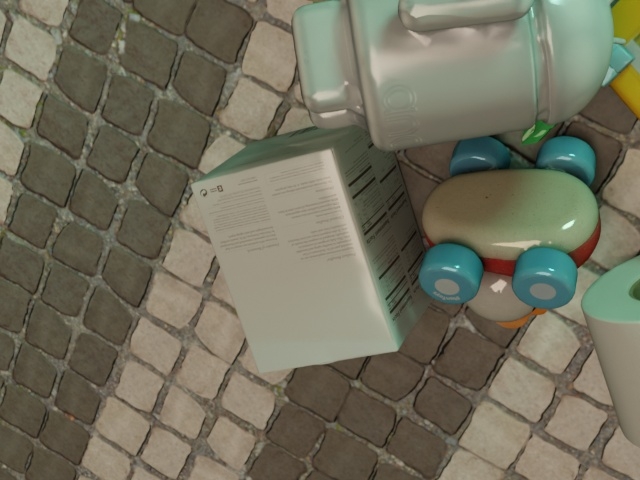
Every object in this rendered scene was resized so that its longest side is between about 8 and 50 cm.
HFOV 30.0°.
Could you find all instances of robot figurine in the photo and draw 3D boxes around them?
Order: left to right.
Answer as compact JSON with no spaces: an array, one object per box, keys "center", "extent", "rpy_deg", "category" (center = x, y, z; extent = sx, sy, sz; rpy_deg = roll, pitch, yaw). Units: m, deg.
[{"center":[0.152,-0.207,1.259],"extent":[0.353,0.300,0.200],"rpy_deg":[-9,84,5],"category":"robot figurine"}]

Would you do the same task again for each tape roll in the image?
[{"center":[0.440,0.114,1.370],"extent":[0.246,0.246,0.169],"rpy_deg":[-13,104,26],"category":"tape roll"}]

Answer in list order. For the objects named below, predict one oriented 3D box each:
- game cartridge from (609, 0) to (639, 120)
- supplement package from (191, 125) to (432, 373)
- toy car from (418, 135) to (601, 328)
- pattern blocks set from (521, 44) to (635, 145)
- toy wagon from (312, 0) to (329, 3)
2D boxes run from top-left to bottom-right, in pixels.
[{"center":[0.482,-0.192,1.296],"extent":[0.285,0.052,0.324],"rpy_deg":[-46,72,30],"category":"game cartridge"},{"center":[0.000,0.000,1.528],"extent":[0.199,0.198,0.263],"rpy_deg":[-12,105,25],"category":"supplement package"},{"center":[0.244,0.028,1.473],"extent":[0.210,0.219,0.238],"rpy_deg":[2,140,20],"category":"toy car"},{"center":[0.200,-0.273,1.409],"extent":[0.285,0.026,0.325],"rpy_deg":[-36,83,29],"category":"pattern blocks set"},{"center":[0.006,-0.371,1.390],"extent":[0.267,0.068,0.345],"rpy_deg":[20,130,50],"category":"toy wagon"}]
